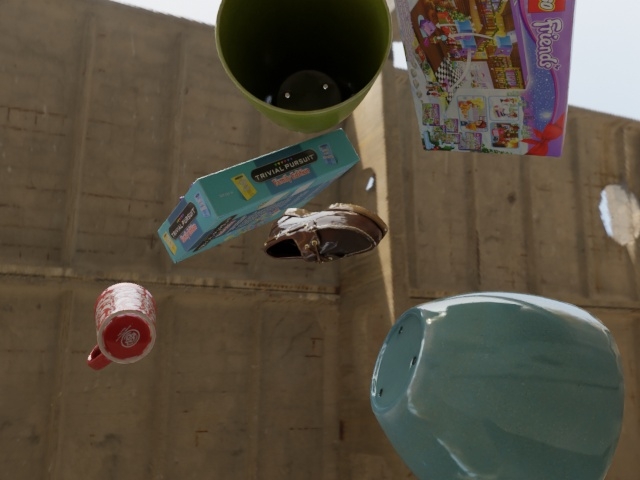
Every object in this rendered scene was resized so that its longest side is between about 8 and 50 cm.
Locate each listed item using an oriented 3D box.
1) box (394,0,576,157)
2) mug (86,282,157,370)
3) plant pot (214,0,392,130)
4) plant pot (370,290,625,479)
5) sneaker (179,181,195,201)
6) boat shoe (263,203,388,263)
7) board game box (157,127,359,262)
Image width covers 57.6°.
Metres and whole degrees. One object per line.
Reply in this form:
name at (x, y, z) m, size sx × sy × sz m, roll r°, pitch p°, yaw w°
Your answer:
box at (0.218, -0.227, 0.755) m, size 0.201 × 0.293 × 0.057 m, roll 8°, pitch -120°, yaw 23°
mug at (-0.341, 0.163, 1.017) m, size 0.113 × 0.169 × 0.150 m, roll 8°, pitch -86°, yaw -21°
plant pot at (-0.026, -0.306, 1.039) m, size 0.275 × 0.293 × 0.274 m, roll 0°, pitch -98°, yaw 0°
plant pot at (0.176, 0.178, 0.701) m, size 0.195 × 0.290 × 0.290 m, roll 24°, pitch -113°, yaw -9°
sneaker at (-0.283, -0.056, 1.260) m, size 0.071 × 0.068 × 0.170 m, roll 43°, pitch -143°, yaw -34°
boat shoe at (0.000, 0.000, 0.758) m, size 0.073 × 0.207 × 0.073 m, roll 48°, pitch -117°, yaw -24°
board game box at (-0.123, -0.089, 1.139) m, size 0.336 × 0.254 × 0.079 m, roll -26°, pitch -95°, yaw -36°
